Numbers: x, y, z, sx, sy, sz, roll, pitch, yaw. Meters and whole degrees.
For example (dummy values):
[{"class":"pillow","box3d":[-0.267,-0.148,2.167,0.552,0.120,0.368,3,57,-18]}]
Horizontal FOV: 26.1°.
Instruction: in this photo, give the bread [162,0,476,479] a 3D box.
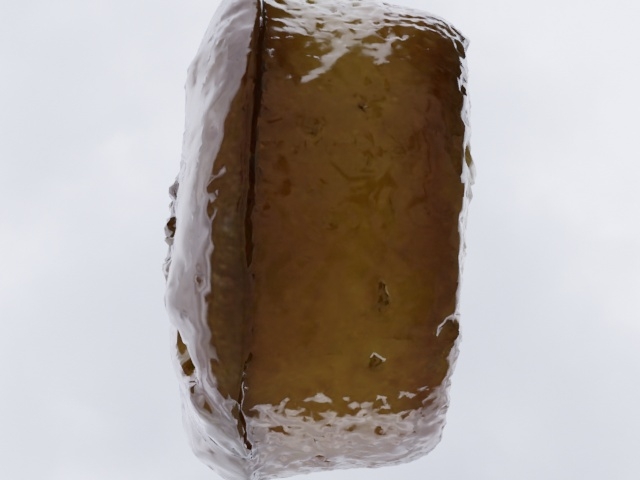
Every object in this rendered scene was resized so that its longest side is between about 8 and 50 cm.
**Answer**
[{"class":"bread","box3d":[0.000,-0.001,0.814,0.172,0.312,0.312,3,-95,3]}]
